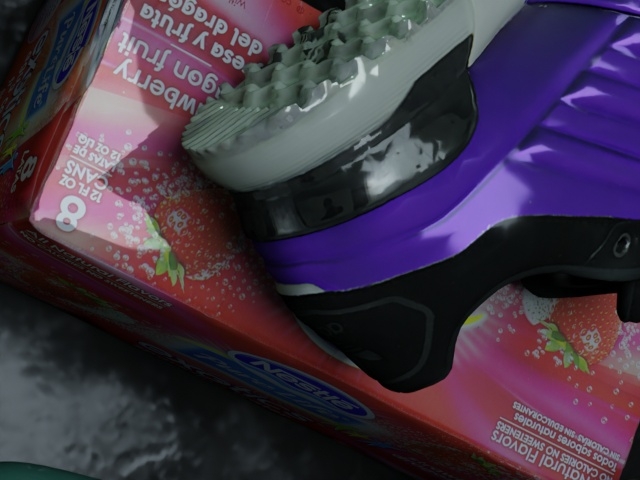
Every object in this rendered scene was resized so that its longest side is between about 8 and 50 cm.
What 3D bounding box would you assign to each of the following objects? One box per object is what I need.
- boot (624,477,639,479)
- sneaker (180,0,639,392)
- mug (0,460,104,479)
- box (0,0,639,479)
[{"bbox_3d":[0.132,0.254,0.747,0.223,0.118,0.338,22,112,-24],"label":"boot"},{"bbox_3d":[0.100,-0.052,0.668,0.293,0.102,0.146,-34,106,-19],"label":"sneaker"},{"bbox_3d":[-0.104,0.147,0.658,0.097,0.158,0.129,19,98,-20],"label":"mug"},{"bbox_3d":[0.000,0.000,0.735,0.257,0.128,0.122,28,74,-22],"label":"box"}]
